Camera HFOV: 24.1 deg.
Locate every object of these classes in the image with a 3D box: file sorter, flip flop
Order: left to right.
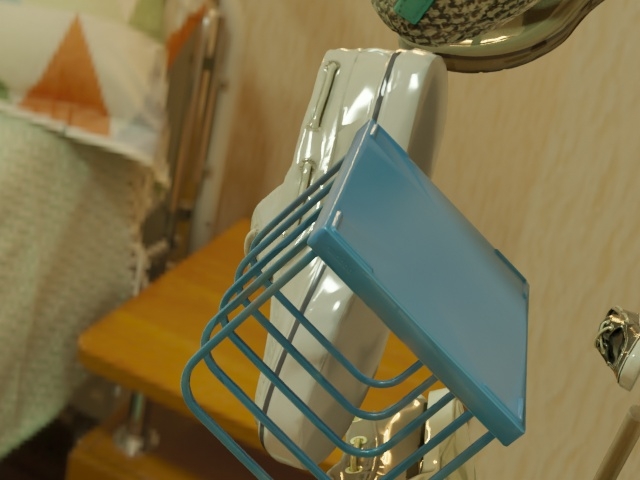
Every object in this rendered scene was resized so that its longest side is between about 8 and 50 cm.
[{"bbox_3d":[0.018,0.039,0.691,0.118,0.104,0.170,46,20,-9],"label":"file sorter"},{"bbox_3d":[0.173,-0.206,1.091,0.277,0.080,0.112,-29,34,-9],"label":"flip flop"}]

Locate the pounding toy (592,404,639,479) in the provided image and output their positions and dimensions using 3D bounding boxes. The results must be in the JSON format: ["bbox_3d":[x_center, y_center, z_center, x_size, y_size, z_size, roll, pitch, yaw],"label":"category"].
[{"bbox_3d":[0.201,0.267,1.131,0.110,0.183,0.237,-3,54,-5],"label":"pounding toy"}]

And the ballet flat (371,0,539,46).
[{"bbox_3d":[0.136,-0.267,0.860,0.164,0.182,0.483,35,47,-2],"label":"ballet flat"}]

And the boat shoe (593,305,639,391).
[{"bbox_3d":[0.389,0.136,1.945,0.070,0.078,0.219,25,14,7],"label":"boat shoe"}]

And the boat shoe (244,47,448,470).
[{"bbox_3d":[0.000,0.000,0.867,0.088,0.096,0.268,10,69,19],"label":"boat shoe"}]

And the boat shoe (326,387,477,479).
[{"bbox_3d":[0.042,0.184,0.956,0.091,0.109,0.305,-10,15,13],"label":"boat shoe"}]
